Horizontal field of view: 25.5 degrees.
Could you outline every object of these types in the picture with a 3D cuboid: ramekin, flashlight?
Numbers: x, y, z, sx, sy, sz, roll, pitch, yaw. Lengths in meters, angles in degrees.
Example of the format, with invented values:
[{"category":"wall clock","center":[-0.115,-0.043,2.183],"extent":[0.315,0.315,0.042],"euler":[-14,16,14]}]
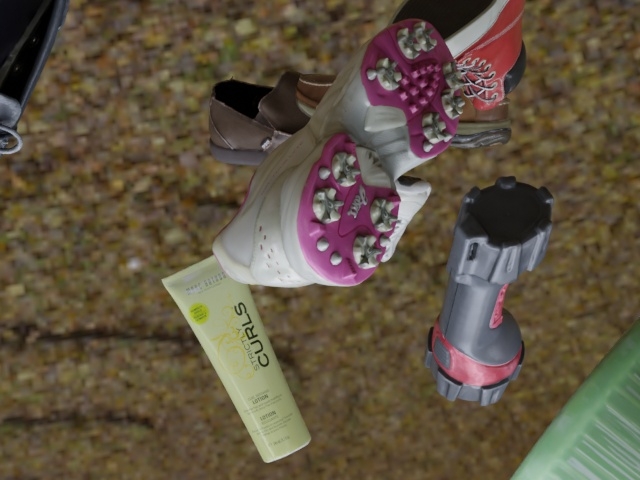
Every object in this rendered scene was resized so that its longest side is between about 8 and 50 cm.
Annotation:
[{"category":"ramekin","center":[0.348,0.235,1.611],"extent":[0.303,0.148,0.303],"euler":[-47,164,-17]},{"category":"flashlight","center":[0.165,0.051,1.356],"extent":[0.103,0.103,0.304],"euler":[12,147,4]}]

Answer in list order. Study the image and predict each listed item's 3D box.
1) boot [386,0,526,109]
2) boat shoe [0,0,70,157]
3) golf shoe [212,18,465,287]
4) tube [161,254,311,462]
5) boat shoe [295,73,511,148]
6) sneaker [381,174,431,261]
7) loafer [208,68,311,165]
[{"category":"boot","center":[0.145,-0.181,1.440],"extent":[0.244,0.088,0.176],"euler":[-44,143,-39]},{"category":"boat shoe","center":[-0.415,-0.154,1.541],"extent":[0.187,0.500,0.156],"euler":[29,175,-25]},{"category":"golf shoe","center":[0.014,-0.074,1.132],"extent":[0.140,0.115,0.306],"euler":[-17,-153,39]},{"category":"tube","center":[-0.089,0.132,1.599],"extent":[0.070,0.240,0.062],"euler":[-26,-178,-40]},{"category":"boat shoe","center":[0.110,-0.198,1.820],"extent":[0.324,0.120,0.122],"euler":[13,-162,38]},{"category":"sneaker","center":[0.094,-0.027,2.165],"extent":[0.110,0.118,0.292],"euler":[11,164,-9]},{"category":"loafer","center":[-0.034,-0.180,2.077],"extent":[0.366,0.130,0.134],"euler":[2,-145,34]}]
